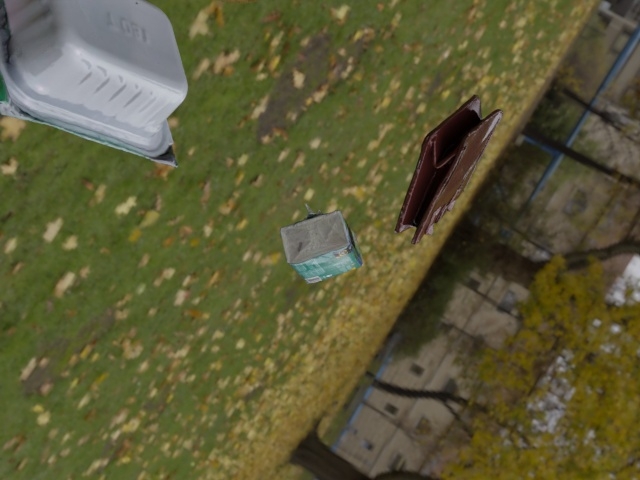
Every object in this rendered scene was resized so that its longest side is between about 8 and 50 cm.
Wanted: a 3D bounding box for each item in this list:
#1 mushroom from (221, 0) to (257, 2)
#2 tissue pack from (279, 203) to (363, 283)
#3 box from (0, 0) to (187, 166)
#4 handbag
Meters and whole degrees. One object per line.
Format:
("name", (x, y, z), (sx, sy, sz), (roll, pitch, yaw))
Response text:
("mushroom", (-0.137, -0.509, 1.162), (0.356, 0.334, 0.331), (26, 78, -50))
("tissue pack", (0.000, 0.000, 1.153), (0.085, 0.079, 0.111), (-18, 162, 7))
("box", (-0.303, -0.266, 1.220), (0.106, 0.264, 0.337), (-27, 158, 27))
("handbag", (0.271, -0.153, 1.905), (0.260, 0.084, 0.275), (-43, 158, -47))
